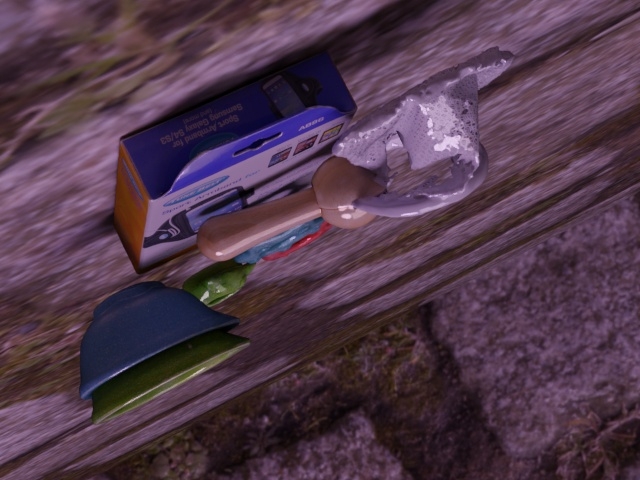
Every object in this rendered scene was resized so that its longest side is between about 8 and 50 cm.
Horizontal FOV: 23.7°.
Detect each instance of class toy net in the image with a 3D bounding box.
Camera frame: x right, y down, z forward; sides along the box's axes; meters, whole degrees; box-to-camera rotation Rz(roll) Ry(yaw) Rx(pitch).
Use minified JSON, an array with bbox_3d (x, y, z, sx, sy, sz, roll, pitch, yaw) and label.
[{"bbox_3d":[0.000,0.000,0.598,0.232,0.045,0.122,-33,171,36],"label":"toy net"}]

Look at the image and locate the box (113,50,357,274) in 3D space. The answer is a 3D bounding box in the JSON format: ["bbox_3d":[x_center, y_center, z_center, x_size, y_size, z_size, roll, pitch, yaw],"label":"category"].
[{"bbox_3d":[-0.035,-0.028,0.568,0.081,0.028,0.136,-25,170,-14],"label":"box"}]
